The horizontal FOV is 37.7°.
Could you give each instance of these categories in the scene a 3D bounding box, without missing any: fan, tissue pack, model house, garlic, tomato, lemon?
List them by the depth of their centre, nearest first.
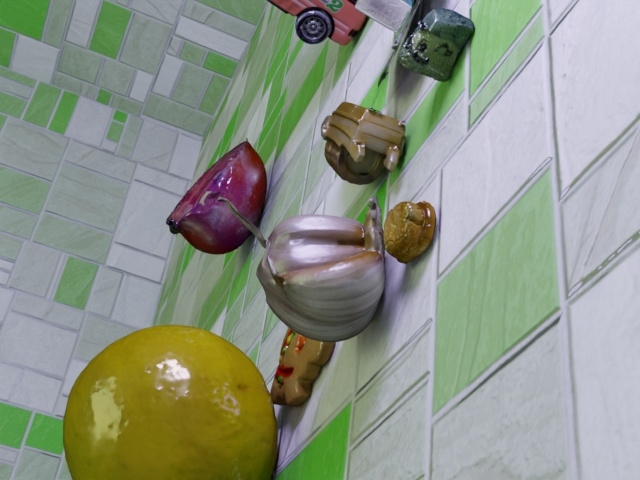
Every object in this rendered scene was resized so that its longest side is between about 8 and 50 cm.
[{"bbox_3d":[0.000,0.000,1.214,0.207,0.256,0.207,-34,15,10],"label":"garlic"},{"bbox_3d":[0.156,-0.268,1.263,0.066,0.079,0.083,-89,25,-47],"label":"model house"},{"bbox_3d":[0.115,-0.294,1.389,0.414,0.012,0.233,-66,1,-56],"label":"fan"},{"bbox_3d":[-0.224,0.298,1.428,0.348,0.348,0.347,-160,90,-76],"label":"lemon"},{"bbox_3d":[0.117,-0.404,1.530,0.079,0.085,0.111,-59,2,33],"label":"tissue pack"},{"bbox_3d":[-0.219,-0.090,2.257,0.289,0.176,0.335,-51,12,-9],"label":"tomato"}]

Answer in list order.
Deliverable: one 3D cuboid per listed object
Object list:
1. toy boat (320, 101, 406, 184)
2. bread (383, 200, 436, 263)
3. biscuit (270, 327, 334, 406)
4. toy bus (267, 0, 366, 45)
[{"bbox_3d":[0.057,-0.150,1.455,0.310,0.089,0.115,-134,61,-74],"label":"toy boat"},{"bbox_3d":[0.110,-0.012,1.160,0.083,0.046,0.081,-61,22,27],"label":"bread"},{"bbox_3d":[-0.027,0.148,1.469,0.212,0.041,0.238,124,159,-49],"label":"biscuit"},{"bbox_3d":[-0.071,-0.591,1.872,0.233,0.427,0.203,-49,23,27],"label":"toy bus"}]
